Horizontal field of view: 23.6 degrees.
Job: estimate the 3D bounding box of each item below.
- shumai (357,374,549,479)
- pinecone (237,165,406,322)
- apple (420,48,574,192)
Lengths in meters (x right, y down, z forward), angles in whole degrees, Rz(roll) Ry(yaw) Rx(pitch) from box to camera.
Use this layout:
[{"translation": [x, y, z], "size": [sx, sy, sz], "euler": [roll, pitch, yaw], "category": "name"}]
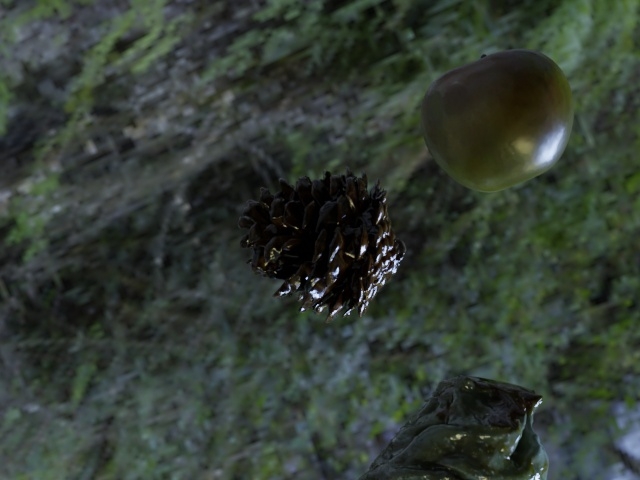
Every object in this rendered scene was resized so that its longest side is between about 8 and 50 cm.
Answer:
[{"translation": [0.099, 0.179, 1.248], "size": [0.184, 0.184, 0.142], "euler": [51, 30, -37], "category": "shumai"}, {"translation": [0.000, 0.000, 1.544], "size": [0.173, 0.173, 0.173], "euler": [50, 27, -38], "category": "pinecone"}, {"translation": [0.103, -0.071, 0.881], "size": [0.074, 0.089, 0.089], "euler": [66, 21, -10], "category": "apple"}]
